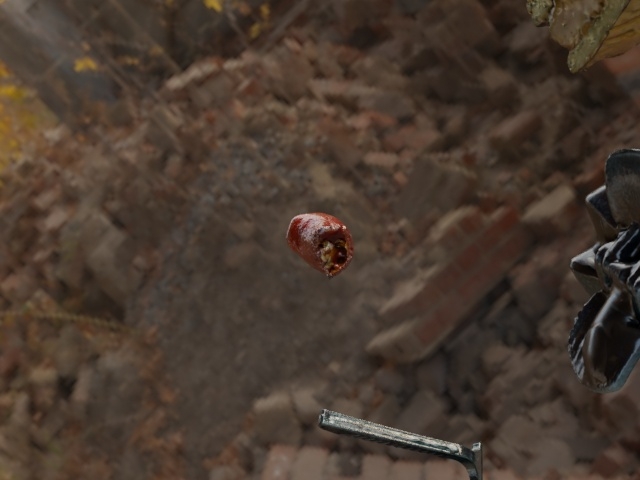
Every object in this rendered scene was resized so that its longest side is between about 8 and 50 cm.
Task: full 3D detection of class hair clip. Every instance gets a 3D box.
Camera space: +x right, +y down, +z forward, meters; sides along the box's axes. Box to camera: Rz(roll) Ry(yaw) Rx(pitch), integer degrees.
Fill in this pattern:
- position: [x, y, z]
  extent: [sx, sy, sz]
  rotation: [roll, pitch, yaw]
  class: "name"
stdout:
- position: [0.313, 0.028, 1.089]
  extent: [0.310, 0.206, 0.194]
  rotation: [-131, 47, -64]
  class: "hair clip"

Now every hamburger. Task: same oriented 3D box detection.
- position: [0.294, -0.287, 1.281]
  extent: [0.131, 0.124, 0.262]
  rotation: [-20, -24, -29]
  class: "hamburger"

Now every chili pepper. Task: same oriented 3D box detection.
- position: [0.000, 0.000, 1.798]
  extent: [0.070, 0.073, 0.123]
  rotation: [-53, 24, -2]
  class: "chili pepper"

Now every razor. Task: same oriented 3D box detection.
- position: [0.088, 0.207, 1.425]
  extent: [0.033, 0.190, 0.066]
  rotation: [123, 160, -46]
  class: "razor"
